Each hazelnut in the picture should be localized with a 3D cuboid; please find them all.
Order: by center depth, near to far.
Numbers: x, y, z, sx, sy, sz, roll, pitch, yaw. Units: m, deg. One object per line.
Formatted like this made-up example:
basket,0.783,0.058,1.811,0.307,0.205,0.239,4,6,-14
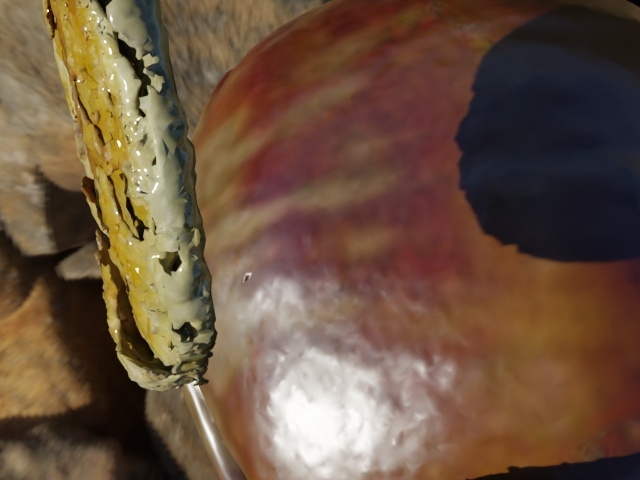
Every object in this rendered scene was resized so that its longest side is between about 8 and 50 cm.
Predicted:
hazelnut,0.104,0.039,1.152,0.402,0.402,0.429,-6,72,-3

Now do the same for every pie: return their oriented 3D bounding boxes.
pie,-0.088,-0.064,0.775,0.055,0.274,0.274,-12,92,-9
